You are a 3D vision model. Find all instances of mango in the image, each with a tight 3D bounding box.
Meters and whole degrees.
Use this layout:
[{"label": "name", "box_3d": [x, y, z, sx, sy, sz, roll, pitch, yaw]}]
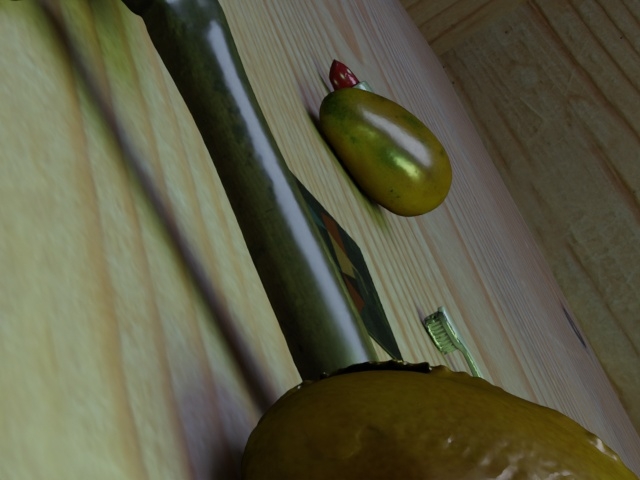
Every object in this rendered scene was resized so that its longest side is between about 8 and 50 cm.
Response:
[{"label": "mango", "box_3d": [0.067, 0.148, 0.497, 0.236, 0.166, 0.136, 40, -33, 5]}, {"label": "mango", "box_3d": [0.065, -0.094, 1.178, 0.163, 0.089, 0.111, 48, 16, -11]}]

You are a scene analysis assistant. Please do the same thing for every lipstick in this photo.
[{"label": "lipstick", "box_3d": [0.063, -0.128, 1.337, 0.186, 0.057, 0.063, 54, 12, 2]}]

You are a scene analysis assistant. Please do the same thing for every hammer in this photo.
[{"label": "hammer", "box_3d": [-0.012, 0.025, 0.595, 0.168, 0.044, 0.440, -22, 88, -32]}]

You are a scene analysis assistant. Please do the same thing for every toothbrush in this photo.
[{"label": "toothbrush", "box_3d": [0.177, 0.190, 1.114, 0.288, 0.024, 0.021, 60, 15, -7]}]

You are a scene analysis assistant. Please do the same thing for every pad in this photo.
[{"label": "pad", "box_3d": [0.000, 0.000, 0.898, 0.211, 0.003, 0.143, 47, 18, -46]}]
